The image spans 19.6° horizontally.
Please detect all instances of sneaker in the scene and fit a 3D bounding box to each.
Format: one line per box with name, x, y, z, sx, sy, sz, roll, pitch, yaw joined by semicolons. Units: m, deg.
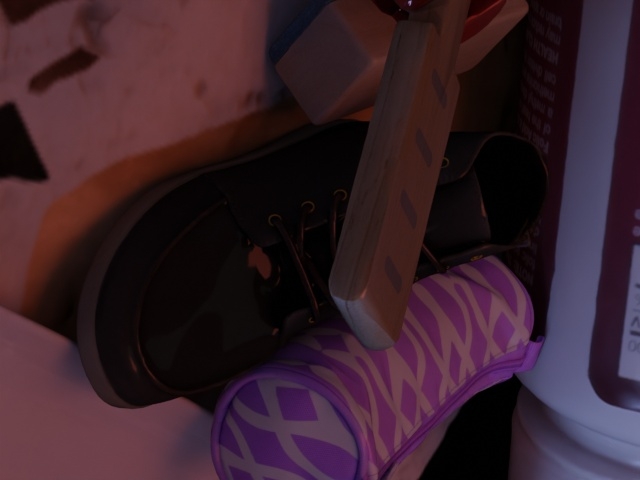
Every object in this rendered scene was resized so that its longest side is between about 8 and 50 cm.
sneaker;0.000;0.000;0.793;0.222;0.118;0.083;-39;118;-43

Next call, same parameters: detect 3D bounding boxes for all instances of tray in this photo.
tray;-0.117;0.118;0.787;0.270;0.030;0.145;36;76;-54

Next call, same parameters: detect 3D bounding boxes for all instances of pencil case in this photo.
pencil case;0.031;0.066;0.879;0.206;0.088;0.086;-36;147;-55

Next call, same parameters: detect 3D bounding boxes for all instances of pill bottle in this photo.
pill bottle;0.212;-0.024;0.990;0.224;0.224;0.392;-21;123;-47

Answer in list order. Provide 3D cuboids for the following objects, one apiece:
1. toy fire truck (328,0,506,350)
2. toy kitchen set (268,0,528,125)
toy fire truck;-0.018;-0.111;0.616;0.158;0.246;0.217;-45;147;13
toy kitchen set;0.044;-0.185;0.817;0.122;0.166;0.207;-23;165;-45
